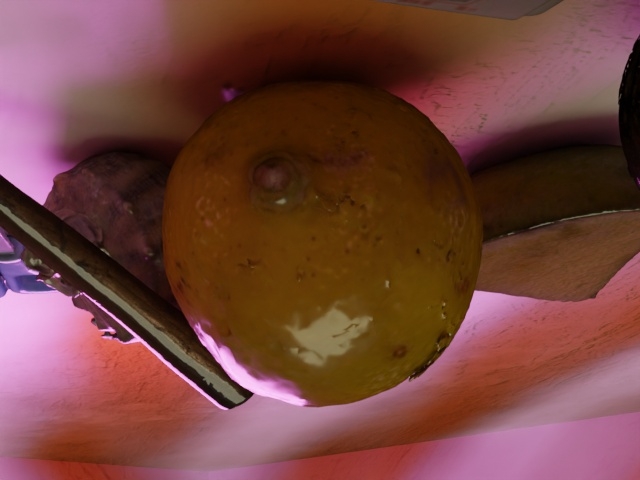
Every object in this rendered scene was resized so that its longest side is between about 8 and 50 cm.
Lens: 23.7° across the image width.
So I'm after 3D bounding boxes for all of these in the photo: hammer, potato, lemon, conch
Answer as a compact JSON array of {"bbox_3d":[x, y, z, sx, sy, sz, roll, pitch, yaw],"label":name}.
[{"bbox_3d":[-0.205,0.011,1.234,0.168,0.044,0.440,-19,132,38],"label":"hammer"},{"bbox_3d":[0.242,-0.034,1.444,0.269,0.112,0.255,4,159,-37],"label":"potato"},{"bbox_3d":[0.000,0.000,1.197,0.258,0.258,0.310,-5,161,5],"label":"lemon"},{"bbox_3d":[-0.152,0.019,1.407,0.291,0.159,0.210,4,150,-40],"label":"conch"}]

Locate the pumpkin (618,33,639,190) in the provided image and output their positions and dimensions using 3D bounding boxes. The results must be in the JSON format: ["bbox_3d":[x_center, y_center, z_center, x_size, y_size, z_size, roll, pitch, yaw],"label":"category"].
[{"bbox_3d":[0.357,-0.077,1.059,0.320,0.192,0.320,16,176,1],"label":"pumpkin"}]

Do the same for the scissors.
[{"bbox_3d":[-0.343,0.002,1.566,0.192,0.029,0.447,-3,166,-6],"label":"scissors"}]

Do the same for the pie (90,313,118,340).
[{"bbox_3d":[-0.065,0.068,1.680,0.371,0.078,0.296,19,142,-29],"label":"pie"}]

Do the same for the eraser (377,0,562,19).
[{"bbox_3d":[0.039,-0.180,0.895,0.352,0.061,0.089,4,165,-28],"label":"eraser"}]
